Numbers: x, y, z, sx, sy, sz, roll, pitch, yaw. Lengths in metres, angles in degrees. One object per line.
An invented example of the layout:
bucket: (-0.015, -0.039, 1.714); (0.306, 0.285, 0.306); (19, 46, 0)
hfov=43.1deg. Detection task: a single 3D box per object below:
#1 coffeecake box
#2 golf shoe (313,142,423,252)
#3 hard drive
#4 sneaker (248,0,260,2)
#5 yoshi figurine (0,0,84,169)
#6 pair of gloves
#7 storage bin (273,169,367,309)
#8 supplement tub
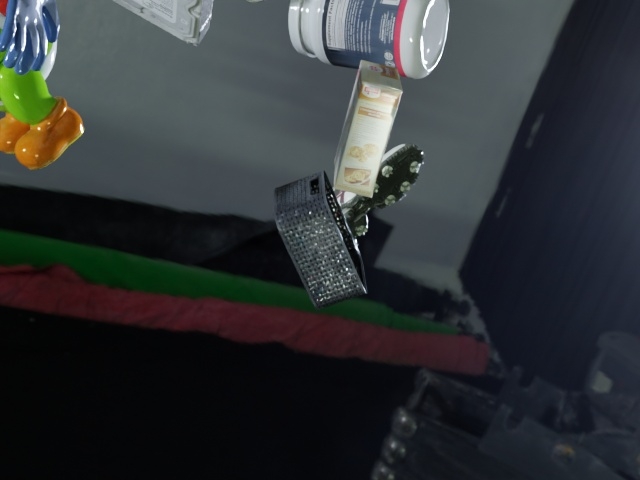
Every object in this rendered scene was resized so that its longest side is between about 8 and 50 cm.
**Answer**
coffeecake box: (0.076, -0.188, 1.345); (0.068, 0.185, 0.142); (13, -154, -4)
golf shoe: (0.084, -0.104, 1.621); (0.105, 0.273, 0.120); (36, -169, -44)
hard drive: (-0.321, -0.524, 1.580); (0.237, 0.064, 0.339); (29, 165, -5)
sneaker: (-0.102, -0.498, 1.164); (0.114, 0.305, 0.152); (-17, 151, 21)
yoshi figurine: (-0.468, -0.244, 1.004); (0.204, 0.362, 0.203); (-17, -142, 12)
pair of gloves: (-0.332, -0.250, 0.832); (0.023, 0.159, 0.198); (11, -166, 16)
storage bin: (0.000, 0.000, 1.239); (0.084, 0.180, 0.122); (-20, -152, 9)
supplement tub: (0.096, -0.427, 1.580); (0.272, 0.191, 0.191); (15, -165, 24)
